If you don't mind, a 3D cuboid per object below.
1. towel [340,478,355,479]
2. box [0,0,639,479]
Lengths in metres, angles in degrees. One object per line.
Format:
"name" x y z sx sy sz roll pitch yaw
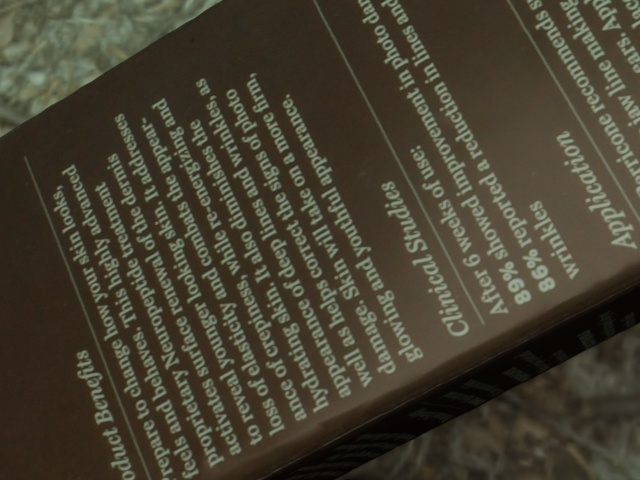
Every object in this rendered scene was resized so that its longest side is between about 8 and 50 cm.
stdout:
"towel" 0.008 0.251 0.318 0.056 0.312 0.324 14 82 -13
"box" 0.000 0.000 0.452 0.381 0.143 0.191 -28 72 9
